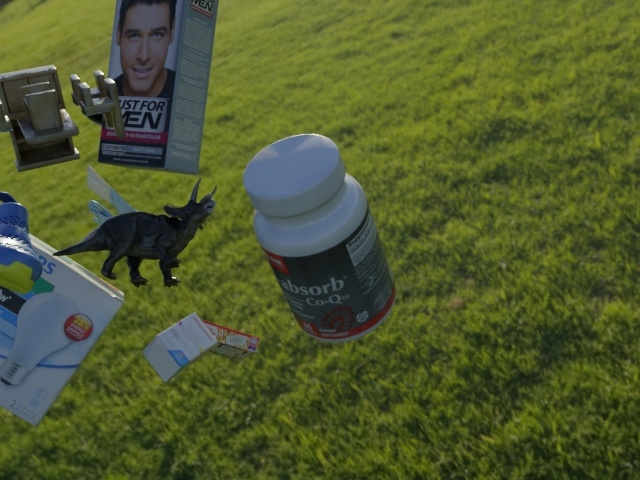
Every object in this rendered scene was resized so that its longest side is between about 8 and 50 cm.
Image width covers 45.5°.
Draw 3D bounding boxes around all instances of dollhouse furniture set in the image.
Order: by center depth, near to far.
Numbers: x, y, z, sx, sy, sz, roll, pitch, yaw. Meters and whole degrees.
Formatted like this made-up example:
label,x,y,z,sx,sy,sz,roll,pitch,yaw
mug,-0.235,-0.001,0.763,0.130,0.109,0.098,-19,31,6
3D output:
label,x,y,z,sx,sy,sz,roll,pitch,yaw
dollhouse furniture set,-0.440,-0.174,1.222,0.212,0.161,0.242,-16,27,-21

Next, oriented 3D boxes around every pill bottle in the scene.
label,x,y,z,sx,sy,sz,roll,pitch,yaw
pill bottle,0.000,0.000,1.391,0.210,0.363,0.210,-13,41,11

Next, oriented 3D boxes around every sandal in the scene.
label,x,y,z,sx,sy,sz,roll,pitch,yaw
sandal,-0.542,-0.008,1.283,0.317,0.126,0.138,21,75,48

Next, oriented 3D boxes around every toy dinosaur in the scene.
label,x,y,z,sx,sy,sz,roll,pitch,yaw
toy dinosaur,-0.340,0.000,1.455,0.313,0.121,0.160,-10,59,-1

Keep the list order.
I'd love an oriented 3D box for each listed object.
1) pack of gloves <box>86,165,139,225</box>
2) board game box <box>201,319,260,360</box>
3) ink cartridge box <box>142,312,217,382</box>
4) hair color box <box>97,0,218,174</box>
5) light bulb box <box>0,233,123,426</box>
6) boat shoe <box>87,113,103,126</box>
label,x,y,z,sx,sy,sz,roll,pitch,yaw
pack of gloves,-0.539,-0.070,2.050,0.232,0.195,0.046,42,52,17
board game box,-0.276,0.263,2.018,0.147,0.193,0.045,-34,40,60
ink cartridge box,-0.316,0.242,1.757,0.143,0.092,0.090,-30,-11,-48
hair color box,-0.331,-0.331,1.560,0.185,0.374,0.113,8,1,29
light bulb box,-0.732,0.195,1.884,0.361,0.358,0.225,-57,13,-7
boat shoe,-0.534,-0.318,2.102,0.070,0.219,0.078,-103,34,-59
